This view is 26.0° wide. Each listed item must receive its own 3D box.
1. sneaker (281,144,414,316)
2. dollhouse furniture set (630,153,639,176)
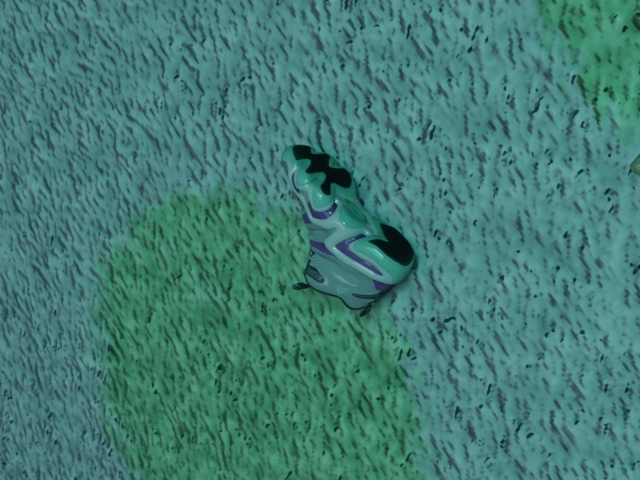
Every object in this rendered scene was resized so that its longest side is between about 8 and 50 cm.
[{"bbox_3d":[0.000,0.000,0.766,0.098,0.038,0.069,51,127,18],"label":"sneaker"},{"bbox_3d":[0.202,-0.147,0.525,0.259,0.135,0.262,33,122,16],"label":"dollhouse furniture set"}]
